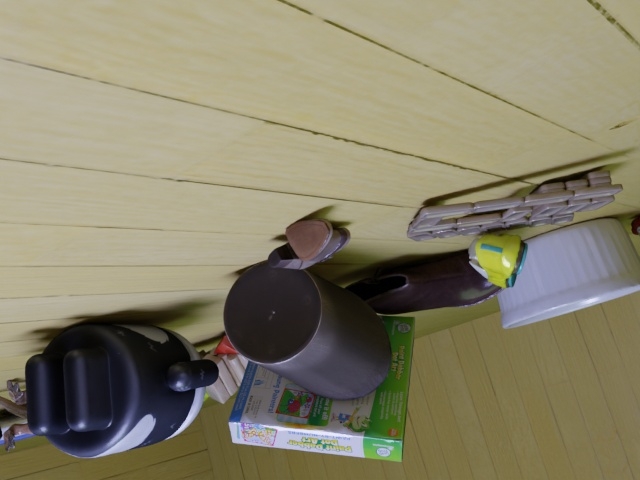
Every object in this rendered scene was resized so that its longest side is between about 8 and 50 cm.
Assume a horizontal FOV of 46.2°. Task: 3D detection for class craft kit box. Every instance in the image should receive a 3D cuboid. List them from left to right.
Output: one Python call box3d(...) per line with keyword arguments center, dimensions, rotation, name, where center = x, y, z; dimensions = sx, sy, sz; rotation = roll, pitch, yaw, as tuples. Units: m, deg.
box3d(center=(0.013, 0.206, 1.136), dimensions=(0.247, 0.249, 0.060), rotation=(2, 127, 11), name="craft kit box")

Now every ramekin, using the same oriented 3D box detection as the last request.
box3d(center=(0.451, 0.060, 1.386), dimensions=(0.277, 0.135, 0.277), rotation=(-15, 167, -4), name="ramekin")

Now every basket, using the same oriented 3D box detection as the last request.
box3d(center=(-0.025, 0.113, 0.989), dimensions=(0.154, 0.204, 0.227), rotation=(-54, 155, -2), name="basket")

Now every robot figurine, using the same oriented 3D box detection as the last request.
box3d(center=(-0.271, 0.195, 1.017), dimensions=(0.173, 0.209, 0.278), rotation=(-61, 158, 4), name="robot figurine")

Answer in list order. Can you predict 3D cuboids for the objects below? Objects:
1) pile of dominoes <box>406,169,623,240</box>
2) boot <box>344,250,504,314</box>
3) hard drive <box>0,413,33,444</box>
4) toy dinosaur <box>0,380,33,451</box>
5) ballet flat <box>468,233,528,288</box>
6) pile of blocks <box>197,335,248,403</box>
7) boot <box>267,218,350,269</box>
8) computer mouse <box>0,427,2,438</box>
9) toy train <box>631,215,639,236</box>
box3d(center=(0.229, -0.045, 0.935), dimensions=(0.251, 0.040, 0.196), rotation=(-7, 170, -5), name="pile of dominoes")
box3d(center=(0.177, 0.071, 1.194), dimensions=(0.249, 0.090, 0.207), rotation=(-18, 170, 24), name="boot")
box3d(center=(-0.574, 0.385, 1.660), dimensions=(0.319, 0.040, 0.210), rotation=(-13, 179, -12), name="hard drive")
box3d(center=(-0.431, 0.283, 1.321), dimensions=(0.296, 0.127, 0.200), rotation=(-15, 175, 21), name="toy dinosaur")
box3d(center=(0.255, 0.024, 1.092), dimensions=(0.077, 0.077, 0.231), rotation=(12, 176, 13), name="ballet flat")
box3d(center=(-0.188, 0.217, 1.416), dimensions=(0.362, 0.149, 0.112), rotation=(-24, 125, -5), name="pile of blocks")
box3d(center=(0.000, 0.000, 0.810), dimensions=(0.087, 0.042, 0.118), rotation=(-13, 170, -42), name="boot")
box3d(center=(-0.700, 0.352, 1.411), dimensions=(0.272, 0.072, 0.189), rotation=(-11, 176, 41), name="computer mouse")
box3d(center=(0.663, -0.025, 1.383), dimensions=(0.143, 0.105, 0.248), rotation=(-31, 163, 17), name="toy train")
